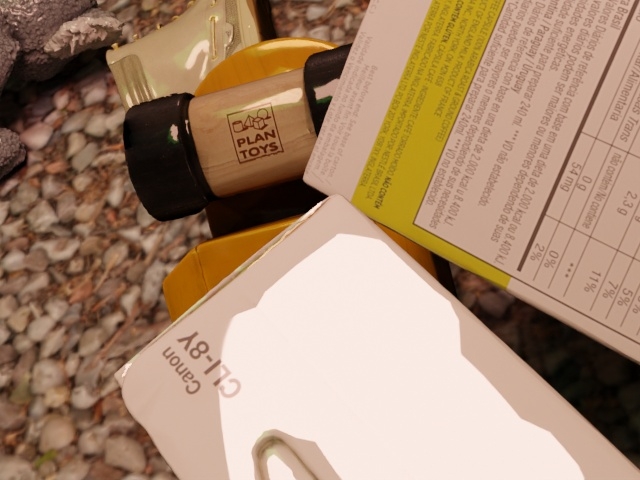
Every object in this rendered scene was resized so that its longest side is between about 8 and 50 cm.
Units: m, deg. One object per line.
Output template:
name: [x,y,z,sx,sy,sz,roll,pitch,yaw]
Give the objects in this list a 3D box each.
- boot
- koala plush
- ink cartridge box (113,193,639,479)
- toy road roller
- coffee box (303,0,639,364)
boot: [-0.132,-0.212,1.270,0.165,0.077,0.213,-21,53,12]
koala plush: [-0.319,-0.205,1.284,0.221,0.203,0.196,-29,52,-12]
ink cartridge box: [0.088,0.192,0.720,0.160,0.384,0.279,-41,53,-7]
toy road roller: [0.000,0.000,1.032,0.203,0.240,0.329,-14,92,13]
coffee box: [0.258,-0.110,0.796,0.334,0.338,0.338,29,104,31]
